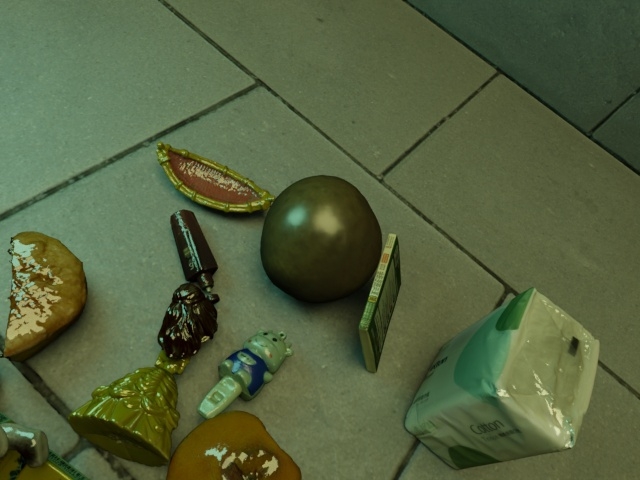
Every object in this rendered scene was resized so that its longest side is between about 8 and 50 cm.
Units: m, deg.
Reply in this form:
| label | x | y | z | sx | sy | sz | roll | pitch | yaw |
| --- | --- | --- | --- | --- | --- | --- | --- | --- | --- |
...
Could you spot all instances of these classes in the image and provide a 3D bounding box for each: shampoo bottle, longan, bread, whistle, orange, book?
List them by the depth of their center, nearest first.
| label | x | y | z | sx | sy | sz | roll | pitch | yaw |
| --- | --- | --- | --- | --- | --- | --- | --- | --- | --- |
| orange | -0.149 | 0.427 | 0.760 | 0.248 | 0.183 | 0.249 | 10 | 55 | -15 |
| bread | -0.527 | 0.104 | 0.865 | 0.133 | 0.129 | 0.261 | 1 | 61 | -21 |
| whistle | -0.151 | 0.266 | 0.912 | 0.110 | 0.092 | 0.244 | 29 | 46 | 25 |
| shampoo bottle | -0.289 | 0.041 | 1.028 | 0.067 | 0.068 | 0.237 | -3 | 58 | -45 |
| longan | 0.001 | 0.001 | 1.036 | 0.297 | 0.297 | 0.298 | 9 | 57 | -14 |
| book | 0.145 | 0.146 | 1.040 | 0.027 | 0.202 | 0.264 | 9 | 52 | 19 |

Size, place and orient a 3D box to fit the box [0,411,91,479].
| label | x | y | z | sx | sy | sz | roll | pitch | yaw |
| --- | --- | --- | --- | --- | --- | --- | --- | --- | --- |
| box | -0.524 | 0.374 | 0.704 | 0.278 | 0.041 | 0.153 | 35 | 82 | 2 |

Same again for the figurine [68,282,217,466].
| label | x | y | z | sx | sy | sz | roll | pitch | yaw |
| --- | --- | --- | --- | --- | --- | --- | --- | --- | --- |
| figurine | -0.297 | 0.241 | 0.861 | 0.168 | 0.187 | 0.315 | 55 | 38 | -27 |

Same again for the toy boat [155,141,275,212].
| label | x | y | z | sx | sy | sz | roll | pitch | yaw |
| --- | --- | --- | --- | --- | --- | --- | --- | --- | --- |
| toy boat | -0.271 | -0.146 | 1.134 | 0.317 | 0.099 | 0.141 | 25 | 58 | -6 |

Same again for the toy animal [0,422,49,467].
| label | x | y | z | sx | sy | sz | roll | pitch | yaw |
| --- | --- | --- | --- | --- | --- | --- | --- | --- | --- |
| toy animal | -0.537 | 0.422 | 0.588 | 0.302 | 0.194 | 0.345 | -9 | 81 | -11 |

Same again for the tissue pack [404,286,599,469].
| label | x | y | z | sx | sy | sz | roll | pitch | yaw |
| --- | --- | --- | --- | --- | --- | --- | --- | --- | --- |
| tissue pack | 0.358 | 0.297 | 0.915 | 0.193 | 0.356 | 0.266 | 38 | 54 | 6 |
